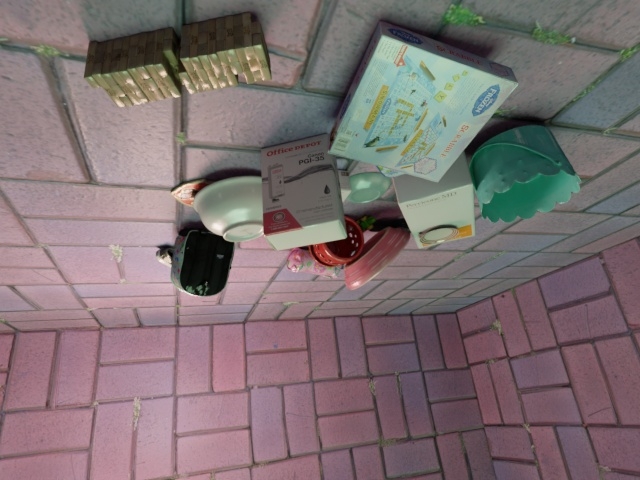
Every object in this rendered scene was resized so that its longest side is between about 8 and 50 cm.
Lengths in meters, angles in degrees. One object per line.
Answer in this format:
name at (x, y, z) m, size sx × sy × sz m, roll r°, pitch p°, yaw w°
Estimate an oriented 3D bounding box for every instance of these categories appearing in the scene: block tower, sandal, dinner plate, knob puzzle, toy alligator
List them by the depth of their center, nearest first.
block tower at (-0.269, -0.346, 0.785) m, size 0.335 × 0.091 × 0.097 m, roll -8°, pitch 157°, yaw 3°
knob puzzle at (-0.390, -0.142, 1.327) m, size 0.213 × 0.030 × 0.213 m, roll -6°, pitch 158°, yaw -2°
dinner plate at (0.426, -0.020, 1.458) m, size 0.141 × 0.017 × 0.141 m, roll -6°, pitch 159°, yaw -2°
toy alligator at (0.167, -0.062, 1.670) m, size 0.189 × 0.056 × 0.051 m, roll -29°, pitch -169°, yaw 47°
sandal at (0.330, -0.052, 1.729) m, size 0.254 × 0.055 × 0.097 m, roll -5°, pitch 158°, yaw -5°

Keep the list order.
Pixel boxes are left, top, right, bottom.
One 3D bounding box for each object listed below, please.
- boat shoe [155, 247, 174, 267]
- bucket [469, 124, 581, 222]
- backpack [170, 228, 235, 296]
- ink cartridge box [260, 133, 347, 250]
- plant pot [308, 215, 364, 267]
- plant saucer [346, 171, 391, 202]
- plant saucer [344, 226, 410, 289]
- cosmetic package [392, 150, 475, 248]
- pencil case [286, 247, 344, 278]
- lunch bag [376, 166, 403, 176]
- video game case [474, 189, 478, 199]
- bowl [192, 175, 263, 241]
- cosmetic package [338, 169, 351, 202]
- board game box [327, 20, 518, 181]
boat shoe at (-0.614, 0.090, 1.764) m, size 0.070 × 0.078 × 0.219 m, roll -14°, pitch 155°, yaw 20°
bucket at (0.587, -0.192, 1.196) m, size 0.281 × 0.183 × 0.281 m, roll -6°, pitch 155°, yaw -3°
backpack at (-0.469, 0.090, 1.582) m, size 0.225 × 0.254 × 0.191 m, roll 11°, pitch 172°, yaw -40°
ink cartridge box at (-0.052, -0.134, 1.117) m, size 0.207 × 0.283 × 0.117 m, roll -11°, pitch 154°, yaw 10°
plant pot at (0.057, 0.015, 1.636) m, size 0.191 × 0.191 × 0.174 m, roll 3°, pitch 160°, yaw -22°
plant saucer at (0.154, -0.171, 1.410) m, size 0.194 × 0.038 × 0.195 m, roll -6°, pitch 157°, yaw -3°
plant saucer at (0.211, 0.057, 1.625) m, size 0.332 × 0.084 × 0.332 m, roll -44°, pitch -177°, yaw 3°
cosmetic package at (0.408, -0.133, 1.416) m, size 0.230 × 0.162 × 0.453 m, roll -14°, pitch 156°, yaw 17°
pencil case at (-0.024, 0.112, 1.940) m, size 0.284 × 0.124 × 0.124 m, roll 15°, pitch 149°, yaw -41°
lunch bag at (0.250, -0.269, 1.128) m, size 0.219 × 0.090 × 0.176 m, roll -17°, pitch 157°, yaw 23°
video game case at (0.658, -0.203, 1.506) m, size 0.157 × 0.019 × 0.143 m, roll -18°, pitch 156°, yaw 23°
bowl at (-0.259, -0.082, 1.324) m, size 0.297 × 0.134 × 0.298 m, roll -12°, pitch 162°, yaw -4°
cosmetic package at (0.007, -0.146, 1.366) m, size 0.117 × 0.086 × 0.231 m, roll 0°, pitch 158°, yaw -18°
board game box at (0.216, -0.296, 0.941) m, size 0.317 × 0.066 × 0.319 m, roll 13°, pitch 143°, yaw -15°
